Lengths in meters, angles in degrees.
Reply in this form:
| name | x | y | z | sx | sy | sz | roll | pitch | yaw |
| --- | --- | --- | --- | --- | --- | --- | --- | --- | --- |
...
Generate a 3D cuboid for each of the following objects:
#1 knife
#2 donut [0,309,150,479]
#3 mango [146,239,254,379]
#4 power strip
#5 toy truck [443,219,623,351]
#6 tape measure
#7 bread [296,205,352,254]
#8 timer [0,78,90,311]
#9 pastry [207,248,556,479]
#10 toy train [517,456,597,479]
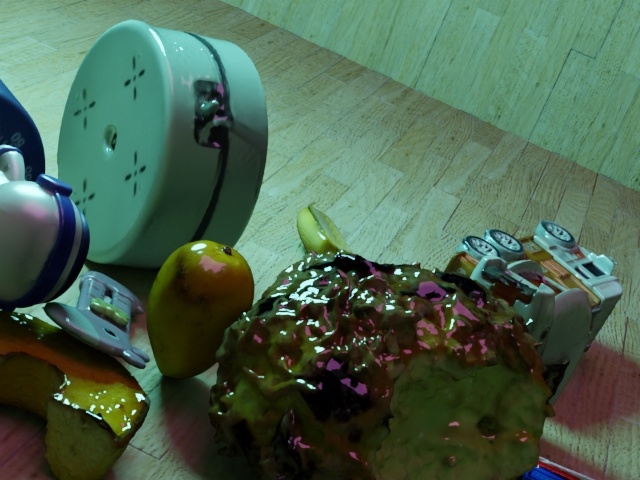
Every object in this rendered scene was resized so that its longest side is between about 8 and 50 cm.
| name | x | y | z | sx | sy | sz | roll | pitch | yaw |
| --- | --- | --- | --- | --- | --- | --- | --- | --- | --- |
| knife | -0.256 | 0.081 | 1.811 | 0.132 | 0.038 | 0.398 | 33 | 2 | -9 |
| donut | -0.281 | 0.158 | 1.623 | 0.259 | 0.101 | 0.152 | 29 | 18 | 22 |
| mango | -0.148 | 0.088 | 1.810 | 0.112 | 0.219 | 0.145 | 36 | 52 | 11 |
| power strip | -0.214 | -0.127 | 2.083 | 0.161 | 0.357 | 0.357 | 7 | 24 | -34 |
| toy truck | 0.324 | 0.103 | 2.373 | 0.207 | 0.173 | 0.387 | 40 | 27 | 24 |
| tape measure | 0.254 | 0.151 | 2.014 | 0.130 | 0.258 | 0.265 | 32 | 21 | 30 |
| bread | 0.000 | 0.000 | 2.437 | 0.082 | 0.056 | 0.115 | 30 | 21 | -46 |
| timer | -0.388 | -0.041 | 1.719 | 0.270 | 0.270 | 0.383 | 6 | 19 | -41 |
| pastry | 0.057 | 0.155 | 1.747 | 0.405 | 0.292 | 0.337 | -6 | 22 | -38 |
| toy train | 0.285 | 0.326 | 1.854 | 0.204 | 0.082 | 0.131 | 25 | 21 | 6 |
